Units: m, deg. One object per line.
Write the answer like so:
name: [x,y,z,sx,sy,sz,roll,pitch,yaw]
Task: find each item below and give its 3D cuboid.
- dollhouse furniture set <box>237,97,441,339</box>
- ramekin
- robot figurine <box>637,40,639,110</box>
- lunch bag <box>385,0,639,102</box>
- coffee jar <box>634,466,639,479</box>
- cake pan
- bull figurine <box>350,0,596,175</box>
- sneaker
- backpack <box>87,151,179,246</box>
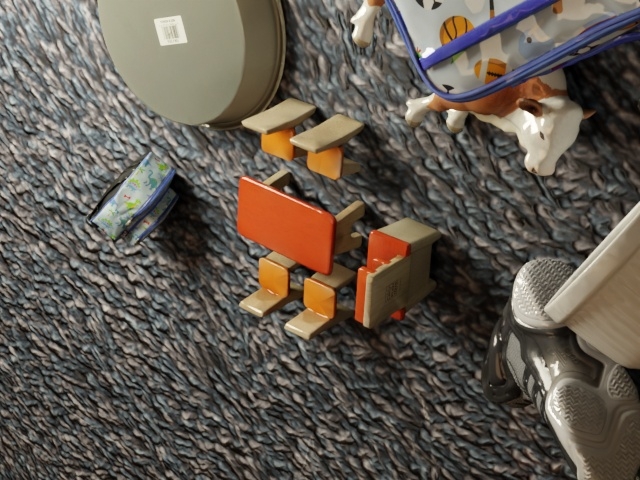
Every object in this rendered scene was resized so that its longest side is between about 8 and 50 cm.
dollhouse furniture set: [0.000,0.000,1.703,0.259,0.135,0.262,24,125,33]
ramekin: [0.321,0.027,1.379,0.109,0.207,0.207,43,134,6]
robot figurine: [0.399,-0.156,1.252,0.291,0.085,0.211,25,114,49]
lunch bag: [0.193,-0.265,1.294,0.303,0.115,0.243,-24,90,40]
coffee jar: [0.354,0.270,1.553,0.184,0.079,0.096,50,135,12]
cake pan: [-0.168,-0.269,1.783,0.293,0.054,0.293,20,124,34]
bull figurine: [0.148,-0.198,1.491,0.188,0.101,0.310,-27,91,48]
sneaker: [0.253,0.165,1.542,0.153,0.101,0.269,118,145,-52]
backpack: [-0.238,-0.056,1.923,0.084,0.105,0.114,38,135,-8]
